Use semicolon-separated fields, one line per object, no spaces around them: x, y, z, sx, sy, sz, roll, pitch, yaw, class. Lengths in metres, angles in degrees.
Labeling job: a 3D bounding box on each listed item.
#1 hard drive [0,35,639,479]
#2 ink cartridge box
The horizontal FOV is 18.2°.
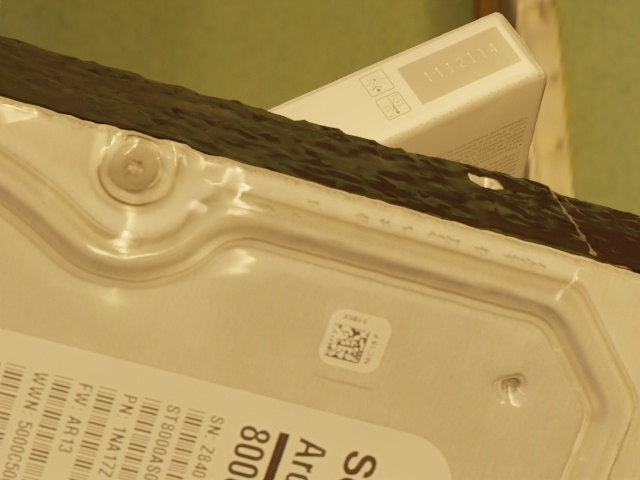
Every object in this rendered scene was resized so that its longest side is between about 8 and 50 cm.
-0.089;0.070;0.493;0.339;0.237;0.064;16;17;-13;hard drive
0.000;0.000;1.346;0.296;0.261;0.066;-24;61;-17;ink cartridge box
